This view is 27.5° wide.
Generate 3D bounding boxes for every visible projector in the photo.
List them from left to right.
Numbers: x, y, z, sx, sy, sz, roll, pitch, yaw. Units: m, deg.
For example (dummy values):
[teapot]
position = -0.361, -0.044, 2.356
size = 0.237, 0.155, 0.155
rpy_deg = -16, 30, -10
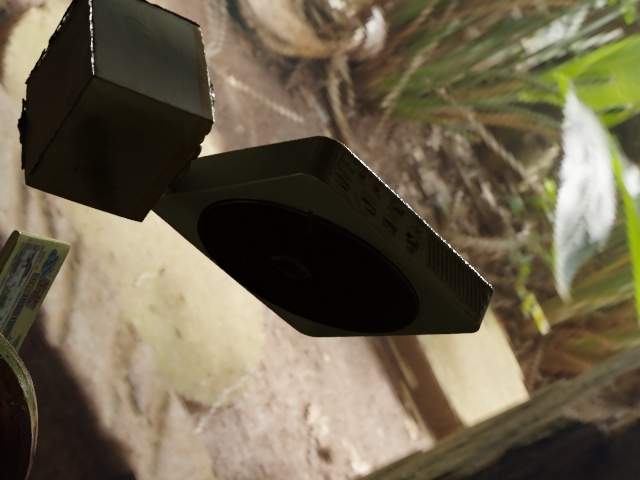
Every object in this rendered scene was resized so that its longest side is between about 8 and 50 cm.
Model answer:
[projector]
position = 0.000, 0.000, 1.259
size = 0.257, 0.259, 0.079
rpy_deg = 41, 61, -32

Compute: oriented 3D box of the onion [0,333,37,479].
[onion]
position = -0.357, 0.142, 1.008
size = 0.276, 0.276, 0.276
rpy_deg = 53, 19, -28

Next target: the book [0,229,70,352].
[book]
position = -0.352, 0.069, 1.487
size = 0.013, 0.168, 0.192
rpy_deg = 27, -1, 7

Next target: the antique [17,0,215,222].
[antique]
position = -0.182, -0.125, 1.198
size = 0.148, 0.147, 0.152
rpy_deg = 19, 39, -28
